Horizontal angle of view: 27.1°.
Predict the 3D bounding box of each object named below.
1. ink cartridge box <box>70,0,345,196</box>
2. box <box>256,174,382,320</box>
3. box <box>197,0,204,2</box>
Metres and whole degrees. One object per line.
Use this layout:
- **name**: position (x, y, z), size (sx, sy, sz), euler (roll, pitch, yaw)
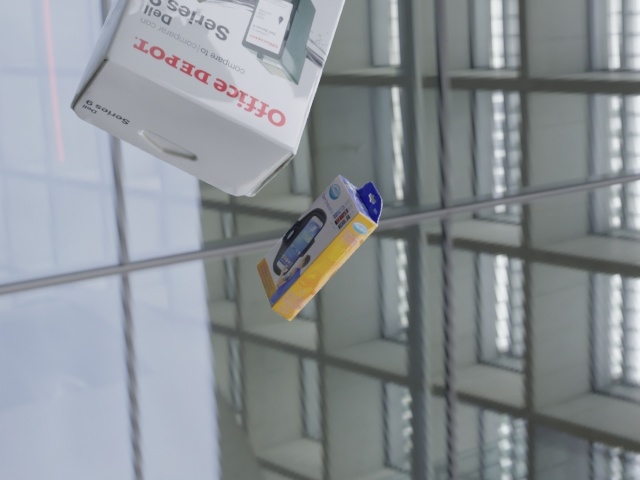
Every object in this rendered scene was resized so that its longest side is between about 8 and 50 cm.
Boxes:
- **ink cartridge box**: position (-0.098, -0.221, 1.346), size (0.121, 0.211, 0.289), euler (-37, -148, 56)
- **box**: position (0.000, 0.000, 1.203), size (0.136, 0.028, 0.081), euler (-50, -153, 13)
- **box**: position (-0.029, -0.308, 1.088), size (0.148, 0.232, 0.127), euler (23, 44, -85)
